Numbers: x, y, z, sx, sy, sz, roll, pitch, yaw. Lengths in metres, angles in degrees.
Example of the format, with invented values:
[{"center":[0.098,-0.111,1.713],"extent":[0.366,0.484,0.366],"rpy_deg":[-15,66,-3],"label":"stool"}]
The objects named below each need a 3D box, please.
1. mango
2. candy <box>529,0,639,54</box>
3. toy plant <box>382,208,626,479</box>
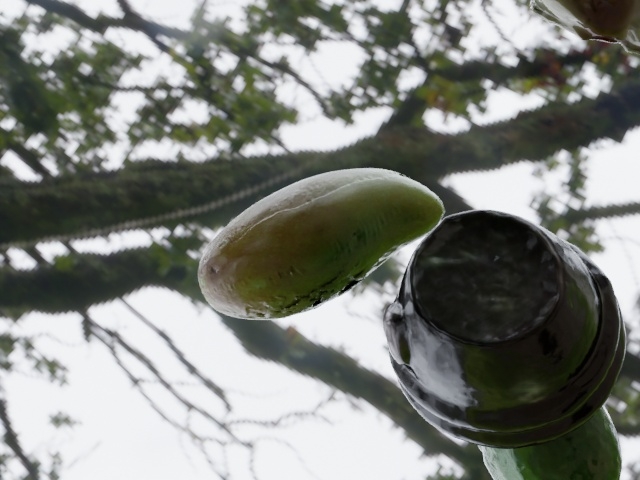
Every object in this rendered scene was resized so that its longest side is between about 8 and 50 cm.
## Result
[{"center":[0.000,0.000,1.296],"extent":[0.233,0.125,0.111],"rpy_deg":[-19,-58,-1],"label":"mango"},{"center":[0.207,-0.253,0.722],"extent":[0.179,0.135,0.321],"rpy_deg":[-53,-24,-59],"label":"candy"},{"center":[0.148,0.091,1.094],"extent":[0.175,0.218,0.235],"rpy_deg":[-25,-35,3],"label":"toy plant"}]
